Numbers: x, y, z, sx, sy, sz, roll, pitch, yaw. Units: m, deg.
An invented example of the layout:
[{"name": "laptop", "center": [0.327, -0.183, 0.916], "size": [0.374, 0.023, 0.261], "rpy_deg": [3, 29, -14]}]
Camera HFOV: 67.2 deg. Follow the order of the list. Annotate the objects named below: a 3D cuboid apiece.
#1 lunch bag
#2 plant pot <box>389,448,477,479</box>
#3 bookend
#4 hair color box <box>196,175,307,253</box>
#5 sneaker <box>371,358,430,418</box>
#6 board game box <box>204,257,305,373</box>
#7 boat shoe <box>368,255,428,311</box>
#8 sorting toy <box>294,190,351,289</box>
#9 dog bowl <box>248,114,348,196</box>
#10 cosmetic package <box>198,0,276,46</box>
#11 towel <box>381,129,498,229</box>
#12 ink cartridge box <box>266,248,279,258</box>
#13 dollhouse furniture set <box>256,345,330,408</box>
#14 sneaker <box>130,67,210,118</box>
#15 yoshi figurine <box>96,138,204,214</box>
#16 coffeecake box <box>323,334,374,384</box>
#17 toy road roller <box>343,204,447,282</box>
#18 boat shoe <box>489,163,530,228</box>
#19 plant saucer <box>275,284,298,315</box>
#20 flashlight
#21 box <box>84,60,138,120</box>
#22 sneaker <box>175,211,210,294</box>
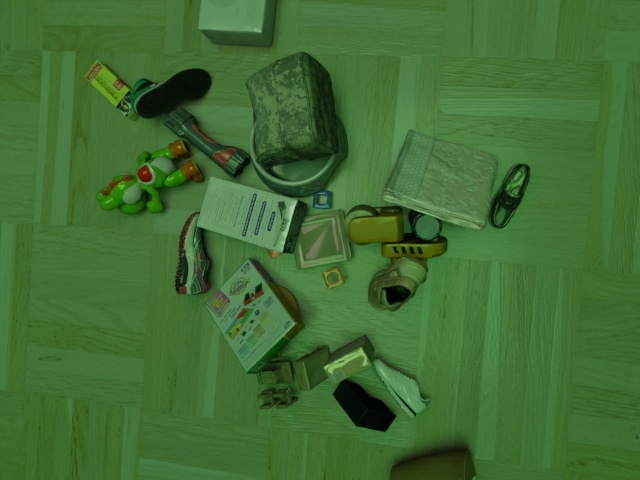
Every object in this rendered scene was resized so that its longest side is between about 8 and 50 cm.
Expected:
[{"name": "lunch bag", "center": [-0.101, -0.392, 1.487], "size": [0.256, 0.213, 0.305], "rpy_deg": [-11, 82, 25]}, {"name": "plant pot", "center": [0.361, 0.799, 1.559], "size": [0.255, 0.237, 0.237], "rpy_deg": [-8, 90, 23]}, {"name": "bookend", "center": [0.148, 0.560, 1.640], "size": [0.072, 0.156, 0.157], "rpy_deg": [-57, 39, 6]}, {"name": "hair color box", "center": [-0.236, -0.087, 1.653], "size": [0.339, 0.110, 0.185], "rpy_deg": [17, 91, 19]}, {"name": "sneaker", "center": [0.267, 0.484, 1.632], "size": [0.095, 0.090, 0.235], "rpy_deg": [-40, 89, -5]}, {"name": "board game box", "center": [-0.232, 0.252, 1.642], "size": [0.242, 0.064, 0.316], "rpy_deg": [-45, 59, 8]}, {"name": "boat shoe", "center": [0.215, 0.160, 1.504], "size": [0.122, 0.341, 0.110], "rpy_deg": [29, 61, 2]}, {"name": "sorting toy", "center": [0.000, 0.000, 1.661], "size": [0.196, 0.047, 0.347], "rpy_deg": [-12, 79, 8]}, {"name": "dog bowl", "center": [-0.084, -0.328, 1.636], "size": [0.349, 0.102, 0.348], "rpy_deg": [0, 87, 8]}, {"name": "cosmetic package", "center": [-0.276, -0.802, 1.651], "size": [0.225, 0.138, 0.223], "rpy_deg": [8, 92, 10]}, {"name": "towel", "center": [0.383, -0.200, 1.502], "size": [0.317, 0.053, 0.331], "rpy_deg": [19, 52, 8]}, {"name": "ink cartridge box", "center": [-0.143, 0.011, 1.704], "size": [0.115, 0.029, 0.062], "rpy_deg": [-35, 86, 8]}, {"name": "dollhouse furniture set", "center": [-0.103, 0.451, 1.679], "size": [0.242, 0.161, 0.212], "rpy_deg": [-13, 89, 31]}, {"name": "sneaker", "center": [-0.550, -0.531, 1.716], "size": [0.296, 0.123, 0.178], "rpy_deg": [-35, 40, -25]}, {"name": "yoshi figurine", "center": [-0.611, -0.207, 1.731], "size": [0.362, 0.203, 0.203], "rpy_deg": [-28, 128, -5]}, {"name": "coffeecake box", "center": [0.098, 0.391, 1.596], "size": [0.142, 0.185, 0.068], "rpy_deg": [-30, 86, 9]}, {"name": "toy road roller", "center": [0.242, 0.010, 1.562], "size": [0.330, 0.202, 0.240], "rpy_deg": [0, 102, 8]}, {"name": "boat shoe", "center": [0.611, -0.146, 1.555], "size": [0.080, 0.073, 0.223], "rpy_deg": [24, 95, 8]}, {"name": "plant saucer", "center": [-0.177, 0.254, 1.697], "size": [0.200, 0.037, 0.199], "rpy_deg": [-2, 84, 14]}, {"name": "flashlight", "center": [-0.390, -0.348, 1.689], "size": [0.304, 0.103, 0.103], "rpy_deg": [40, 102, 2]}, {"name": "box", "center": [-0.750, -0.551, 1.774], "size": [0.232, 0.058, 0.087], "rpy_deg": [44, 98, 6]}, {"name": "sneaker", "center": [-0.448, 0.046, 1.725], "size": [0.112, 0.121, 0.299], "rpy_deg": [7, 81, -26]}]
